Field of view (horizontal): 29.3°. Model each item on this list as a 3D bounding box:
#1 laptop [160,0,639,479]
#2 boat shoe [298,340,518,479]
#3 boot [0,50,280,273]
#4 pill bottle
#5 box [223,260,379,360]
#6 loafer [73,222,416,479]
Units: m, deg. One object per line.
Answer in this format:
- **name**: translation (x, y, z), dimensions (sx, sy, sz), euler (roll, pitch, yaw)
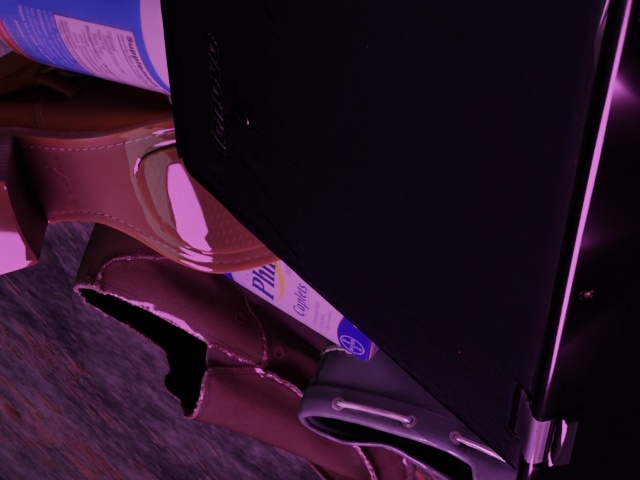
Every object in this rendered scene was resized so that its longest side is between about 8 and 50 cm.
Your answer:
- **laptop**: translation (0.132, -0.106, 0.479), dimensions (0.407, 0.236, 0.382), euler (-3, 135, -3)
- **boat shoe**: translation (0.127, 0.182, 0.951), dimensions (0.319, 0.099, 0.116), euler (33, 151, 10)
- **boot**: translation (-0.114, -0.068, 0.798), dimensions (0.283, 0.220, 0.109), euler (-12, 121, 2)
- **pill bottle**: translation (-0.081, -0.145, 0.694), dimensions (0.221, 0.124, 0.124), euler (16, 144, 33)
- **box**: translation (0.000, 0.000, 0.863), dimensions (0.137, 0.072, 0.126), euler (31, 150, 15)
- **loafer**: translation (-0.073, 0.113, 1.047), dimensions (0.366, 0.130, 0.134), euler (44, 151, -11)
